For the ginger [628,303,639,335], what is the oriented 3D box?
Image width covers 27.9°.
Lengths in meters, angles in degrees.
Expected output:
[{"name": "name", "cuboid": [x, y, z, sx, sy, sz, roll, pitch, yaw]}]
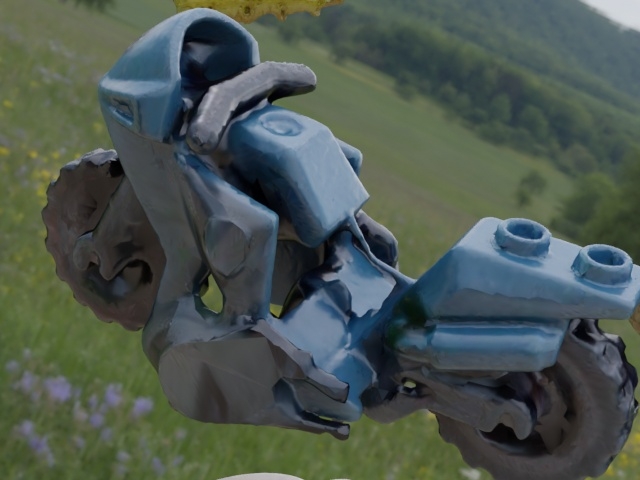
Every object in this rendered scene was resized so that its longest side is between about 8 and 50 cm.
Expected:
[{"name": "ginger", "cuboid": [0.305, -0.020, 0.808, 0.131, 0.295, 0.086, 34, -1, 33]}]

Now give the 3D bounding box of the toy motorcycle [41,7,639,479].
[{"name": "toy motorcycle", "cuboid": [0.000, 0.000, 0.785, 0.416, 0.232, 0.172, 21, 31, 22]}]

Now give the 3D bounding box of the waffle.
[{"name": "waffle", "cuboid": [-0.065, -0.299, 1.459, 0.210, 0.055, 0.160, -6, 34, -12]}]

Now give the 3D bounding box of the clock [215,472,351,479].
[{"name": "clock", "cuboid": [-0.069, 0.270, 1.146, 0.156, 0.229, 0.063, 57, 16, -53]}]
